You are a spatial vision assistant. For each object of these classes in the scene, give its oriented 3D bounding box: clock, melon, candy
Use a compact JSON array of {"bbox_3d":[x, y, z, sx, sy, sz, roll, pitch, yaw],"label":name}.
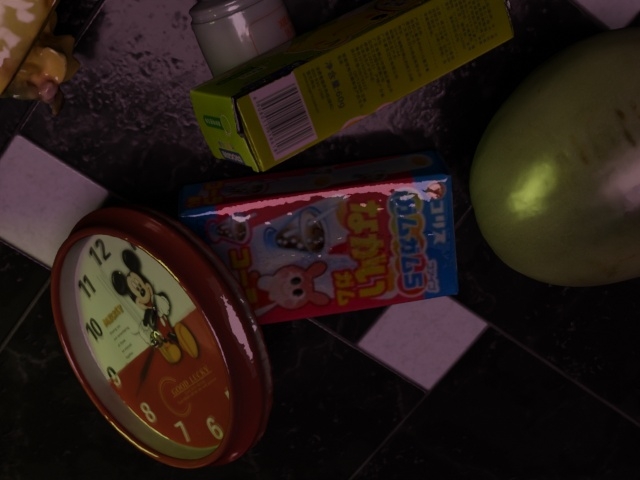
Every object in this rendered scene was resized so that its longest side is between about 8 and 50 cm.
[{"bbox_3d":[-0.177,0.108,1.032,0.318,0.080,0.318,21,124,33],"label":"clock"},{"bbox_3d":[0.308,-0.083,0.974,0.272,0.272,0.308,27,116,-15],"label":"melon"},{"bbox_3d":[0.000,0.000,1.066,0.306,0.100,0.157,-8,114,-2],"label":"candy"}]

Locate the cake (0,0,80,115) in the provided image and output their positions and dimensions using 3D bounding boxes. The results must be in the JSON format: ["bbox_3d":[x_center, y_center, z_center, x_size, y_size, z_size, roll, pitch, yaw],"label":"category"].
[{"bbox_3d":[-0.299,-0.273,0.853,0.286,0.222,0.227,33,109,-18],"label":"cake"}]

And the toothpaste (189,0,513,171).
[{"bbox_3d":[0.034,-0.175,0.914,0.327,0.110,0.077,-30,114,-22],"label":"toothpaste"}]

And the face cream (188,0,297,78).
[{"bbox_3d":[-0.081,-0.223,0.960,0.101,0.101,0.252,-20,114,4],"label":"face cream"}]
